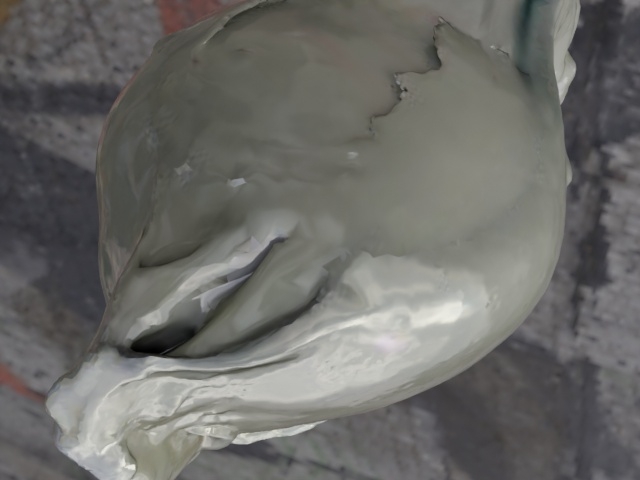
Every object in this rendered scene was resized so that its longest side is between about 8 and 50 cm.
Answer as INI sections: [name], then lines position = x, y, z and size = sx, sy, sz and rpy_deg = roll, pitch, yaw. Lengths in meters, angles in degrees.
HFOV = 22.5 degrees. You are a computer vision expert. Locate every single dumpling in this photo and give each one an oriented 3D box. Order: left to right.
[dumpling]
position = 0.000, 0.000, 0.403
size = 0.108, 0.188, 0.127
rpy_deg = 39, 146, 14
